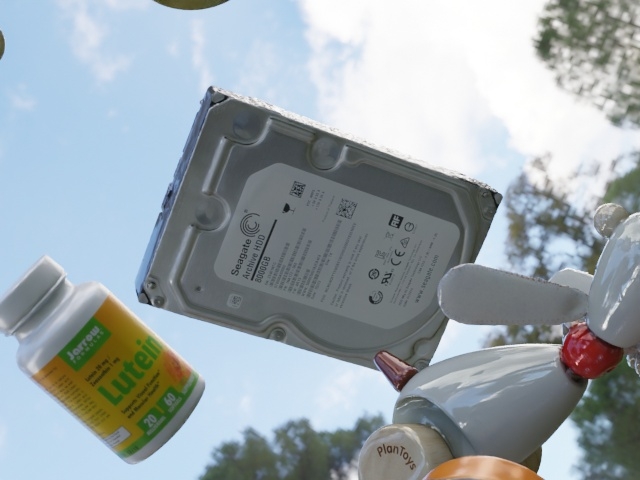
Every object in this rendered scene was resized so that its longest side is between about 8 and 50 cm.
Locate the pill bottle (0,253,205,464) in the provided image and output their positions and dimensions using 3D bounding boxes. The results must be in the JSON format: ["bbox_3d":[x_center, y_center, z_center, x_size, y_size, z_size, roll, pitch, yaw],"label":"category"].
[{"bbox_3d":[-0.266,0.135,1.229,0.136,0.245,0.136,-43,13,12],"label":"pill bottle"}]

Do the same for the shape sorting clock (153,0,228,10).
[{"bbox_3d":[-0.132,-0.352,1.148,0.206,0.040,0.206,-22,-45,-24],"label":"shape sorting clock"}]

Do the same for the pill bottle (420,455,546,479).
[{"bbox_3d":[0.041,0.181,0.413,0.245,0.130,0.130,-41,-32,-61],"label":"pill bottle"}]

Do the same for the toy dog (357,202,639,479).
[{"bbox_3d":[0.151,0.085,0.855,0.333,0.161,0.220,-42,-30,11],"label":"toy dog"}]

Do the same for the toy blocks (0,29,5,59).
[{"bbox_3d":[-0.385,-0.228,1.054,0.054,0.148,0.123,-51,-59,-7],"label":"toy blocks"}]

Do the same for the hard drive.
[{"bbox_3d":[0.000,0.000,1.117,0.339,0.064,0.237,19,-78,-18],"label":"hard drive"}]
